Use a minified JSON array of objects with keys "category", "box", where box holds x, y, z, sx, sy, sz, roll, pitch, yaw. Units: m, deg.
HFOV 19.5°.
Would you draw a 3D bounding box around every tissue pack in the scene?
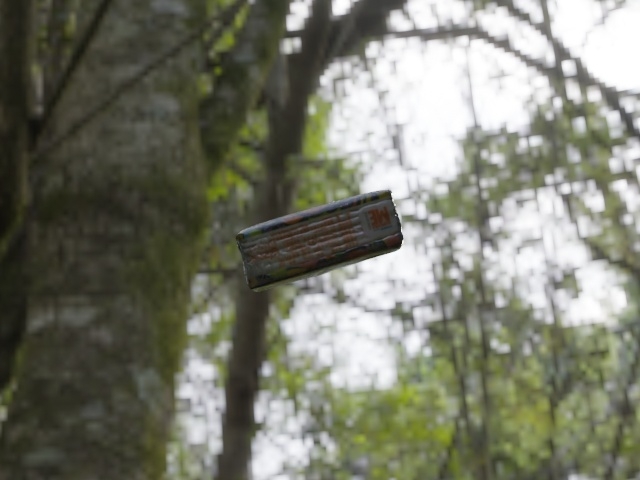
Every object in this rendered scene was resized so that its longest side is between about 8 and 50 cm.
[{"category":"tissue pack","box":[0.000,0.000,1.697,0.148,0.060,0.108,-17,-2,0]}]
